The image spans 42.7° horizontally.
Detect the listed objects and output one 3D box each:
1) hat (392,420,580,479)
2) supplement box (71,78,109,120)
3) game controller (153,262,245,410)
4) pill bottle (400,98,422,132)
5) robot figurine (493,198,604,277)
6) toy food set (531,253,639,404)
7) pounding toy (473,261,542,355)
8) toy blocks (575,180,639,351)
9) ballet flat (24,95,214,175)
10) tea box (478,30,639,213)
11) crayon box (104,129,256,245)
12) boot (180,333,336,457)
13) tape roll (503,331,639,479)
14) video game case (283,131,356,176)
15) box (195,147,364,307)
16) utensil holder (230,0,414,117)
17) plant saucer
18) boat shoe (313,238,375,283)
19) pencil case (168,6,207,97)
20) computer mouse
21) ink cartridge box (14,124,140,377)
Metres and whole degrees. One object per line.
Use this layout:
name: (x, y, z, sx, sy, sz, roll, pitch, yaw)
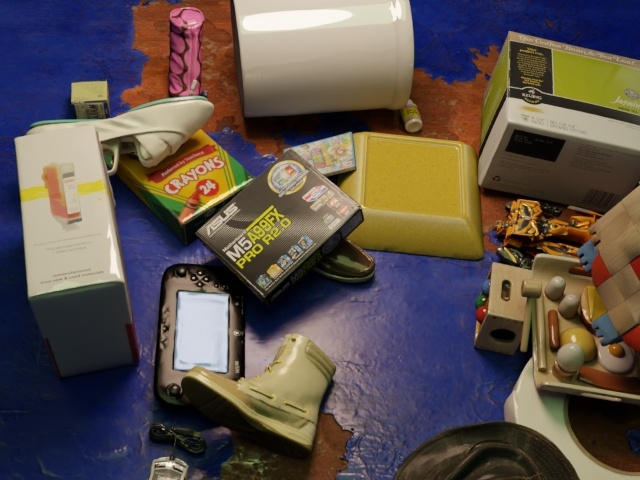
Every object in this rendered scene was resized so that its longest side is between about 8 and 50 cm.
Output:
hat: (0.269, 0.423, 1.338, 0.331, 0.134, 0.331, -6, 56, 10)
supplement box: (-0.546, -0.334, 1.946, 0.083, 0.056, 0.083, -5, 52, -9)
game controller: (-0.228, 0.180, 1.568, 0.167, 0.067, 0.319, 0, 53, -5)
pill bottle: (0.220, -0.307, 2.002, 0.043, 0.043, 0.083, -5, 53, -9)
robot figurine: (0.521, -0.005, 1.767, 0.291, 0.085, 0.211, 15, 51, 6)
toy food set: (0.518, 0.164, 1.543, 0.220, 0.092, 0.306, 8, 51, 2)
pounding toy: (0.353, 0.131, 1.569, 0.094, 0.206, 0.181, 12, 52, 4)
toy blocks: (0.572, 0.090, 1.422, 0.191, 0.261, 0.381, -8, 63, -27)
ballet flat: (-0.415, -0.204, 1.728, 0.400, 0.139, 0.139, -11, 54, -6)
tea box: (0.555, -0.271, 1.882, 0.329, 0.220, 0.323, 13, 52, 0)
crayon box: (-0.319, -0.156, 1.814, 0.202, 0.081, 0.318, -35, 62, -27)
boot: (-0.104, 0.247, 1.478, 0.262, 0.095, 0.203, 30, 51, -9)
tape roll: (0.538, 0.346, 1.505, 0.392, 0.072, 0.392, 3, 52, -4)
video game case: (-0.003, -0.186, 1.864, 0.166, 0.015, 0.119, -13, 46, 11)
box: (-0.081, -0.029, 1.650, 0.270, 0.060, 0.216, -42, 65, -12)
utensil holder: (-0.007, -0.457, 1.930, 0.386, 0.327, 0.327, -6, 53, -6)
plant saucer: (0.204, -0.124, 1.837, 0.333, 0.081, 0.332, 6, 51, -1)
boat shoe: (-0.004, 0.006, 1.705, 0.257, 0.095, 0.095, 22, 53, 12)
pencil case: (-0.318, -0.444, 1.957, 0.095, 0.209, 0.098, -4, 37, -13)
computer mouse: (-0.265, 0.408, 1.405, 0.106, 0.042, 0.193, 12, 46, -2)
ink cartridge box: (-0.458, 0.018, 1.542, 0.160, 0.279, 0.384, -11, 53, -12)
